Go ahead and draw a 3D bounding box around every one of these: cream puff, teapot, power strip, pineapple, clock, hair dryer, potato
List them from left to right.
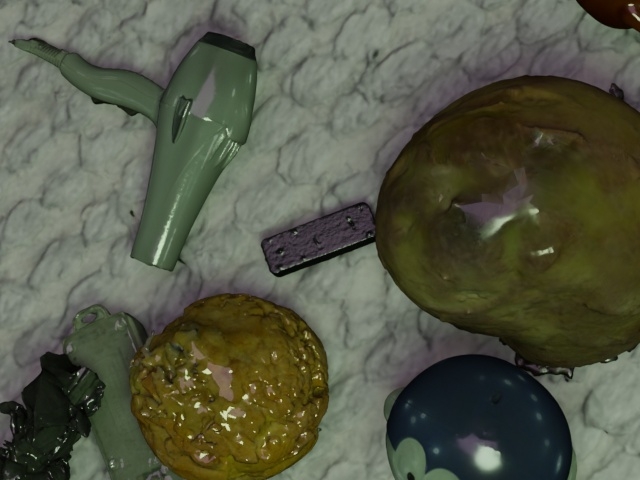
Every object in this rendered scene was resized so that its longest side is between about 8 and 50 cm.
[{"bbox_3d":[-0.274,0.212,1.756,0.119,0.111,0.237,36,101,43],"label":"pineapple"},{"bbox_3d":[-0.189,-0.086,1.852,0.267,0.092,0.229,2,85,26],"label":"hair dryer"},{"bbox_3d":[-0.165,0.188,1.789,0.078,0.052,0.272,-25,74,6],"label":"power strip"},{"bbox_3d":[-0.081,0.128,1.722,0.189,0.129,0.189,5,66,-12],"label":"cream puff"},{"bbox_3d":[0.000,0.000,1.805,0.111,0.029,0.038,-20,75,5],"label":"power strip"},{"bbox_3d":[0.138,0.181,1.630,0.200,0.243,0.146,34,85,18],"label":"clock"},{"bbox_3d":[0.195,-0.033,1.664,0.289,0.237,0.301,-42,74,0],"label":"potato"},{"bbox_3d":[0.300,-0.247,1.763,0.116,0.116,0.173,1,52,12],"label":"teapot"}]
